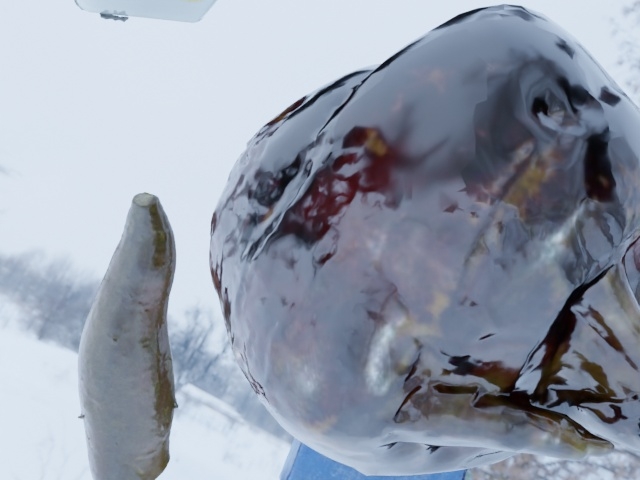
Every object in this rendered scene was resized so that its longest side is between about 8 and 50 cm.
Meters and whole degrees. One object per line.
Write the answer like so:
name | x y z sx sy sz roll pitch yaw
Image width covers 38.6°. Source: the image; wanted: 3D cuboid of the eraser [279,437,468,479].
eraser | 0.083 0.084 0.774 0.144 0.312 0.042 22 -12 -8

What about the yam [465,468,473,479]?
yam | 0.070 0.220 0.941 0.133 0.133 0.330 29 0 -4

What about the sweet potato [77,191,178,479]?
sweet potato | -0.144 0.080 0.688 0.077 0.244 0.077 4 13 -1

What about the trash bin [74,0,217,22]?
trash bin | -0.178 -0.429 1.049 0.256 0.296 0.367 -1 -11 -20

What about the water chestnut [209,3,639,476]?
water chestnut | 0.082 0.014 0.526 0.289 0.244 0.289 -11 -8 -2
